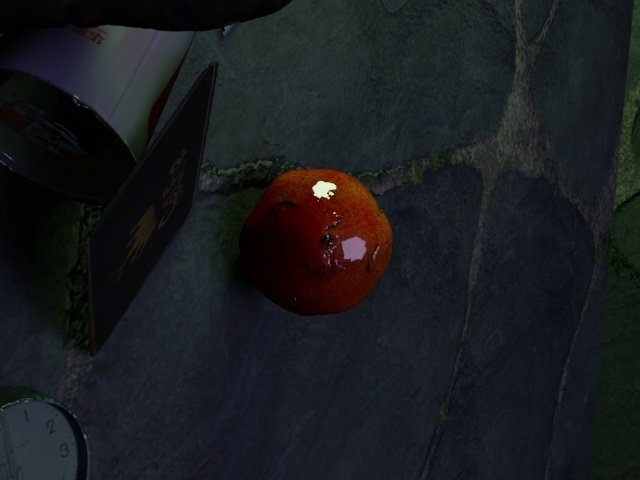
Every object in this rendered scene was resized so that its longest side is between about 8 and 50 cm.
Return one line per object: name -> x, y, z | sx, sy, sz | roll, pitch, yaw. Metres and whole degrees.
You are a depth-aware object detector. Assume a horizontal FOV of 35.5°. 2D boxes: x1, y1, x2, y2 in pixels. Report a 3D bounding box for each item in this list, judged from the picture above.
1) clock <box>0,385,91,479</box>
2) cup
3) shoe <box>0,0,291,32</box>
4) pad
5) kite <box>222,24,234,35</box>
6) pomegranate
clock -> -0.341, 0.268, 1.090 | 0.215, 0.042, 0.214 | -21, 116, -52
cup -> -0.216, -0.206, 1.028 | 0.203, 0.203, 0.288 | 58, 45, -46
shoe -> -0.216, -0.254, 0.820 | 0.237, 0.384, 0.171 | -40, 140, -44
pad -> -0.146, -0.033, 1.096 | 0.314, 0.063, 0.375 | -61, 179, -26
kite -> -0.114, -0.378, 1.278 | 0.250, 0.012, 0.229 | 0, 98, -55
pomegranate -> 0.000, 0.000, 1.380 | 0.235, 0.210, 0.210 | -20, 116, -66
